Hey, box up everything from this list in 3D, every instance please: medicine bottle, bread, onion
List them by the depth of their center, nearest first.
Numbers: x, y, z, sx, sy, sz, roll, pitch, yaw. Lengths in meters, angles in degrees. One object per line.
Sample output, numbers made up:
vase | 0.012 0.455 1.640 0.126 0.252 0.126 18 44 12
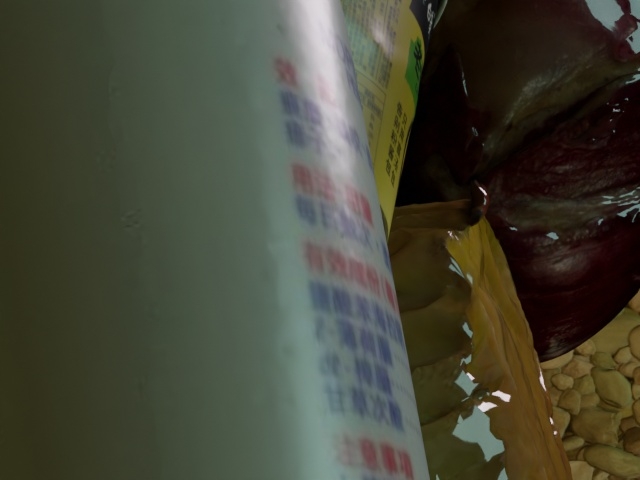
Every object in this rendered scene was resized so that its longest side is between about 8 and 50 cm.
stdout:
medicine bottle | -0.049 -0.006 0.454 0.130 0.130 0.341 58 21 -65
bread | 0.032 0.112 0.757 0.274 0.149 0.274 -16 90 -78
onion | 0.110 -0.090 0.983 0.314 0.232 0.314 174 -90 -89

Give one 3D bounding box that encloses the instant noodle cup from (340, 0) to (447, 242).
instant noodle cup | -0.029 -0.053 0.658 0.151 0.151 0.122 64 25 -56
